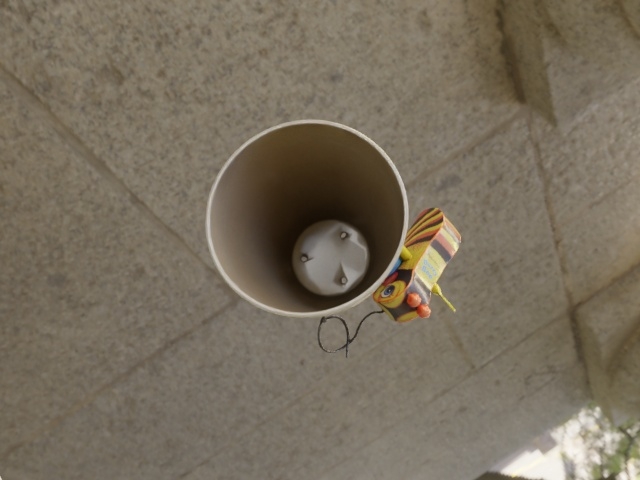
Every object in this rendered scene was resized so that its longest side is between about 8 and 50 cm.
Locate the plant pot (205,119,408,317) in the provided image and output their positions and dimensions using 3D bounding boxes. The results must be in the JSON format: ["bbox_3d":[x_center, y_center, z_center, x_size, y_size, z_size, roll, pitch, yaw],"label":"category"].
[{"bbox_3d":[0.000,0.000,1.081,0.257,0.256,0.274,-33,164,0],"label":"plant pot"}]

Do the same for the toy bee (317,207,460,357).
[{"bbox_3d":[0.150,0.077,1.244,0.195,0.162,0.298,25,82,-27],"label":"toy bee"}]
